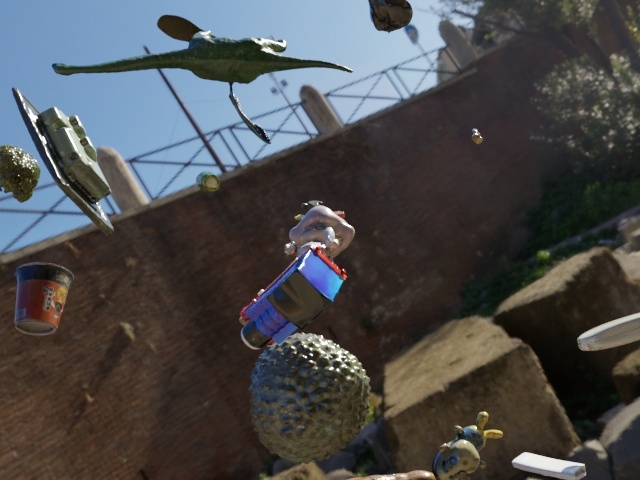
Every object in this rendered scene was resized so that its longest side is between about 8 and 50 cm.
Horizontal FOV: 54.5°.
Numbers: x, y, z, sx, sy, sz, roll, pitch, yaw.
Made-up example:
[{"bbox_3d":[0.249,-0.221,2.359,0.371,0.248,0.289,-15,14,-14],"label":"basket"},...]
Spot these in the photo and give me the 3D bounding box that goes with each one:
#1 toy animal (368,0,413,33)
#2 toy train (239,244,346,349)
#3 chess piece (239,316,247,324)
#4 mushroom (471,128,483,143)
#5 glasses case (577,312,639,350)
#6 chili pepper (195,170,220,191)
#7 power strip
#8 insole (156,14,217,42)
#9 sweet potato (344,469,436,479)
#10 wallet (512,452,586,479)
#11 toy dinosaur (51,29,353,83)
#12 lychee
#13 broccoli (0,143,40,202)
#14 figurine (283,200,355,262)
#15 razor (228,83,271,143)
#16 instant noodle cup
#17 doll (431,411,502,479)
[{"bbox_3d":[0.030,-0.480,0.948,0.168,0.343,0.106,-63,22,-12],"label":"toy animal"},{"bbox_3d":[-0.055,0.102,1.018,0.204,0.082,0.131,-44,7,28],"label":"toy train"},{"bbox_3d":[-0.177,0.213,1.889,0.090,0.090,0.200,-29,4,-33],"label":"chess piece"},{"bbox_3d":[0.356,-0.243,1.419,0.286,0.025,0.028,-44,-34,-72],"label":"mushroom"},{"bbox_3d":[0.630,0.183,1.277,0.204,0.051,0.081,-19,-10,5],"label":"glasses case"},{"bbox_3d":[-0.260,-0.136,1.432,0.050,0.052,0.201,-19,7,-9],"label":"chili pepper"},{"bbox_3d":[-0.496,-0.163,1.255,0.092,0.257,0.251,-29,-18,-14],"label":"power strip"},{"bbox_3d":[-0.247,-0.392,1.183,0.135,0.002,0.045,16,-60,-40],"label":"insole"},{"bbox_3d":[0.096,0.585,1.414,0.354,0.106,0.095,-17,-51,-17],"label":"sweet potato"},{"bbox_3d":[0.435,0.432,1.185,0.061,0.025,0.122,2,-5,-44],"label":"wallet"},{"bbox_3d":[-0.178,-0.305,1.056,0.446,0.087,0.301,5,21,8],"label":"toy dinosaur"},{"bbox_3d":[-0.021,0.309,1.245,0.274,0.255,0.255,-28,-3,32],"label":"lychee"},{"bbox_3d":[-0.678,-0.147,1.359,0.120,0.131,0.130,-22,-5,-13],"label":"broccoli"},{"bbox_3d":[0.000,0.000,1.255,0.137,0.112,0.229,-12,26,17],"label":"figurine"},{"bbox_3d":[-0.145,-0.249,1.209,0.028,0.155,0.044,-31,22,2],"label":"razor"},{"bbox_3d":[-0.626,0.135,1.391,0.127,0.136,0.127,-3,-31,-1],"label":"instant noodle cup"},{"bbox_3d":[0.287,0.416,1.230,0.179,0.102,0.089,-38,1,-22],"label":"doll"}]
